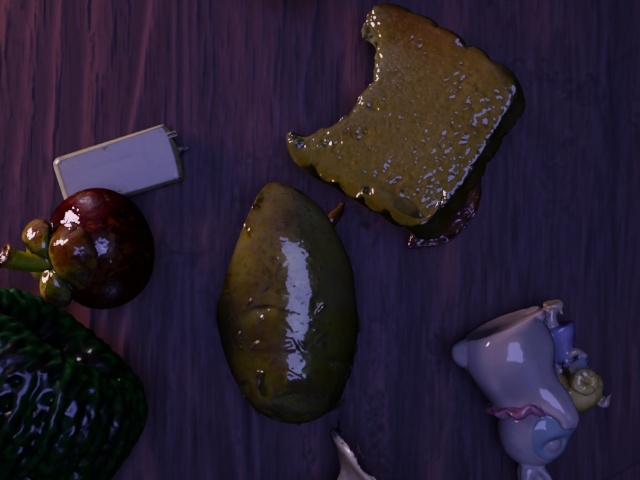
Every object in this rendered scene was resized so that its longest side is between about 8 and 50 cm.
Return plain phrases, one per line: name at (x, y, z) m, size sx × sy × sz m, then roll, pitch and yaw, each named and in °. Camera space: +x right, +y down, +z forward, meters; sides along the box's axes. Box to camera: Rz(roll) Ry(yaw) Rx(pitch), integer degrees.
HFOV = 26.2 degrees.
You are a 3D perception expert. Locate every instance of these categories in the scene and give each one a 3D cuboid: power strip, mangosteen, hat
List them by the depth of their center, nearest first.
hat at (-0.385, 0.245, 1.633) m, size 0.274 × 0.242 × 0.332 m, roll 35°, pitch 101°, yaw 14°
mangosteen at (-0.286, 0.025, 1.656) m, size 0.181 × 0.156 × 0.146 m, roll -36°, pitch 82°, yaw -33°
power strip at (-0.246, -0.092, 1.728) m, size 0.169 × 0.028 × 0.076 m, roll -17°, pitch 91°, yaw -1°

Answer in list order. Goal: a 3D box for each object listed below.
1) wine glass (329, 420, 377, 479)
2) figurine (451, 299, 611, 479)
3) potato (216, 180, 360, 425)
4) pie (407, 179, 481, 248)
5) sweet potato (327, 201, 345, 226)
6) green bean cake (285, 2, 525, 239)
wine glass at (-0.057, 0.394, 1.666) m, size 0.357 × 0.190 × 0.190 m, roll -38°, pitch 92°, yaw -7°
figurine at (0.276, 0.207, 1.712) m, size 0.155 × 0.127 × 0.236 m, roll -25°, pitch 97°, yaw -12°
potato at (-0.041, 0.076, 1.677) m, size 0.176 × 0.141 × 0.298 m, roll -2°, pitch 91°, yaw 11°
pie at (0.160, -0.071, 1.742) m, size 0.092 × 0.034 × 0.170 m, roll 4°, pitch 86°, yaw -6°
sweet potato at (0.000, 0.000, 1.741) m, size 0.026 × 0.026 × 0.115 m, roll 28°, pitch 89°, yaw -2°
green bean cake at (0.106, -0.143, 1.680) m, size 0.233 × 0.124 × 0.236 m, roll 33°, pitch 89°, yaw 20°
